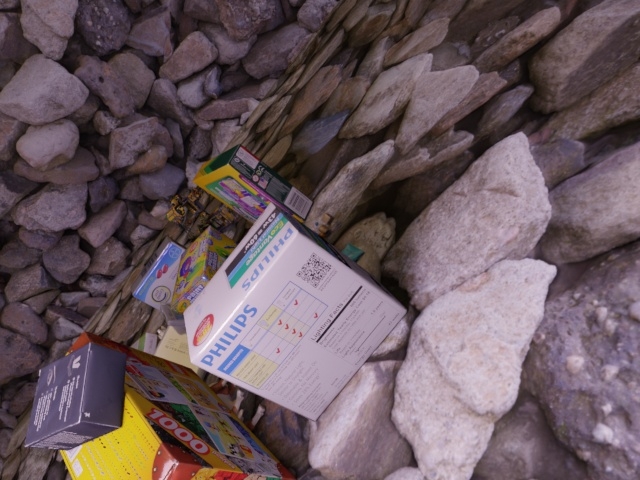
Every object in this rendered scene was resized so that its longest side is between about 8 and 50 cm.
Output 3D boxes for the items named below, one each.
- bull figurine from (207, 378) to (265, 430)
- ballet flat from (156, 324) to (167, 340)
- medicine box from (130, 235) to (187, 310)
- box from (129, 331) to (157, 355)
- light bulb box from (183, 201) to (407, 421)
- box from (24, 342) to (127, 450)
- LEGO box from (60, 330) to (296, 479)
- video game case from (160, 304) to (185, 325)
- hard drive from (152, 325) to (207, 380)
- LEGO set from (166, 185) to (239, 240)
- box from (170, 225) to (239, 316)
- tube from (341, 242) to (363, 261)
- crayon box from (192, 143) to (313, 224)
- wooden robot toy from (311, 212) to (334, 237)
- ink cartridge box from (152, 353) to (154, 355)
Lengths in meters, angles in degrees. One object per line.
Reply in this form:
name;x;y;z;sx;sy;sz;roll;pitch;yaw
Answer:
bull figurine;-0.284;0.475;1.321;0.188;0.101;0.310;-54;40;0
ballet flat;-0.679;0.416;1.993;0.072;0.068;0.213;-55;23;-17
medicine box;-0.587;0.173;1.914;0.263;0.289;0.149;-57;27;-6
box;-0.810;0.566;1.981;0.322;0.059;0.232;-38;43;38
light bulb box;-0.064;0.168;1.078;0.357;0.361;0.225;-51;29;3
box;-0.476;0.310;0.901;0.158;0.093;0.155;-28;51;20
LEGO box;-0.360;0.453;1.049;0.501;0.372;0.193;26;79;42
video game case;-0.490;0.282;1.753;0.193;0.213;0.023;22;106;61
hard drive;-0.509;0.459;1.617;0.211;0.040;0.318;14;63;14
LEGO set;-0.547;-0.123;2.194;0.192;0.331;0.255;-33;14;29
box;-0.330;0.150;1.574;0.177;0.279;0.289;-42;30;20
tube;0.038;0.097;1.342;0.207;0.052;0.080;-49;38;-5
crayon box;-0.262;-0.188;1.758;0.313;0.363;0.106;-7;53;53
wooden robot toy;0.000;0.000;1.504;0.079;0.076;0.173;41;94;26
ink cartridge box;-0.589;0.439;1.815;0.189;0.066;0.232;-49;-9;-4
